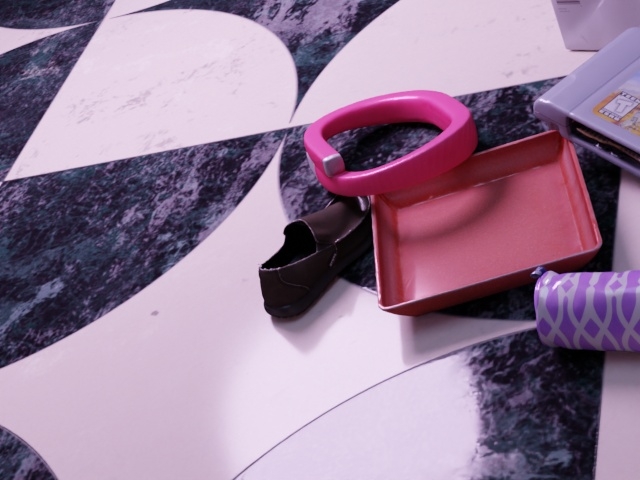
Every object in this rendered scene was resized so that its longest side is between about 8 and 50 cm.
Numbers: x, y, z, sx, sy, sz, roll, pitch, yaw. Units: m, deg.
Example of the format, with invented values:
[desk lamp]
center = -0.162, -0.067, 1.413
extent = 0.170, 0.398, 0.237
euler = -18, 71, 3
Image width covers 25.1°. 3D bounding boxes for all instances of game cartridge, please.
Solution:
[game cartridge]
center = 0.423, -0.151, 1.689
extent = 0.198, 0.062, 0.297
euler = -41, 48, -17

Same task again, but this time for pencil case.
[pencil case]
center = 0.320, 0.070, 1.473
extent = 0.206, 0.086, 0.088
euler = 0, 13, 30

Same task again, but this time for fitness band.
[fitness band]
center = 0.088, -0.133, 1.867
extent = 0.209, 0.054, 0.291
euler = -20, 21, -5

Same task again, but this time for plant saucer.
[plant saucer]
center = 0.191, -0.015, 1.697
extent = 0.259, 0.048, 0.258
euler = -16, 34, 10

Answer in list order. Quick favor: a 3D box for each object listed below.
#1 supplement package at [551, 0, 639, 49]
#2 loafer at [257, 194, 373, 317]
[supplement package]
center = 0.448, -0.411, 1.950
extent = 0.198, 0.199, 0.263
euler = 7, 44, 39
[loafer]
center = 0.000, 0.000, 1.766
extent = 0.080, 0.078, 0.220
euler = 6, 44, 38
